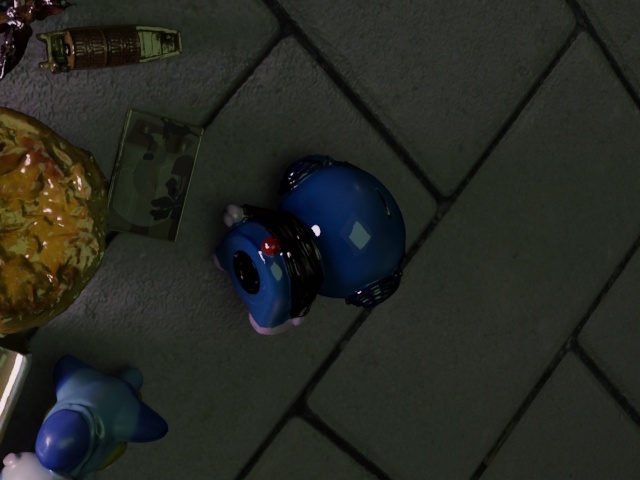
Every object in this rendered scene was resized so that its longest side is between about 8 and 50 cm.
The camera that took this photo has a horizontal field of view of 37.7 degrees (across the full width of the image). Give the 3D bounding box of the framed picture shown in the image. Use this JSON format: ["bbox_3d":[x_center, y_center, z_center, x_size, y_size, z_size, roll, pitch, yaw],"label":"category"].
[{"bbox_3d":[-0.278,-0.105,1.548,0.135,0.010,0.201,12,94,-33],"label":"framed picture"}]

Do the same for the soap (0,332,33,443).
[{"bbox_3d":[-0.518,0.270,1.397,0.089,0.173,0.274,20,90,-24],"label":"soap"}]

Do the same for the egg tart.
[{"bbox_3d":[-0.474,-0.022,1.358,0.341,0.129,0.342,4,81,-25],"label":"egg tart"}]

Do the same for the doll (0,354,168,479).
[{"bbox_3d":[-0.387,0.316,1.408,0.187,0.376,0.366,46,66,-20],"label":"doll"}]

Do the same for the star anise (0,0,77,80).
[{"bbox_3d":[-0.449,-0.351,1.358,0.157,0.053,0.212,43,93,-1],"label":"star anise"}]

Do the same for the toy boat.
[{"bbox_3d":[-0.318,-0.295,1.435,0.225,0.088,0.068,-10,105,-27],"label":"toy boat"}]

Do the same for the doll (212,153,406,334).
[{"bbox_3d":[0.000,0.000,1.602,0.309,0.240,0.284,-23,83,-31],"label":"doll"}]
